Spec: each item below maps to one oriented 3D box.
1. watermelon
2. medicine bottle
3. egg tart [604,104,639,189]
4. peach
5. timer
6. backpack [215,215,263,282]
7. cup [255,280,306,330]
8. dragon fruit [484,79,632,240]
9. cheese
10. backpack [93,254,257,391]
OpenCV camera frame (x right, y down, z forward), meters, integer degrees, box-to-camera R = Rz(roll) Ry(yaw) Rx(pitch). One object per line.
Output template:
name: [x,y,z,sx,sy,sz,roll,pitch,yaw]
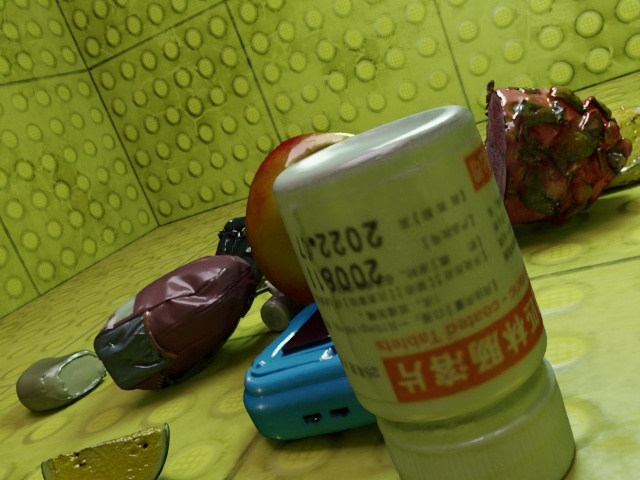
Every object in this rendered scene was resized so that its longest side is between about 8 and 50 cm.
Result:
watermelon: [-0.288,0.332,0.864,0.181,0.092,0.075,-14,26,-4]
medicine bottle: [0.111,0.070,0.641,0.211,0.372,0.211,-22,12,5]
egg tart: [0.670,-0.218,1.444,0.341,0.132,0.341,-22,13,5]
peach: [0.000,0.000,1.193,0.306,0.380,0.243,1,60,17]
timer: [0.053,0.155,0.934,0.309,0.115,0.340,-22,10,30]
backpack: [-0.214,0.047,1.669,0.206,0.133,0.258,-2,67,52]
cup: [-0.085,0.128,1.320,0.074,0.102,0.099,-35,5,36]
dragon fruit: [0.478,-0.167,1.271,0.262,0.314,0.296,-2,18,5]
cheese: [-0.603,0.315,1.423,0.202,0.091,0.175,-10,16,41]
backpack: [-0.266,0.153,1.279,0.317,0.197,0.283,-32,10,5]
